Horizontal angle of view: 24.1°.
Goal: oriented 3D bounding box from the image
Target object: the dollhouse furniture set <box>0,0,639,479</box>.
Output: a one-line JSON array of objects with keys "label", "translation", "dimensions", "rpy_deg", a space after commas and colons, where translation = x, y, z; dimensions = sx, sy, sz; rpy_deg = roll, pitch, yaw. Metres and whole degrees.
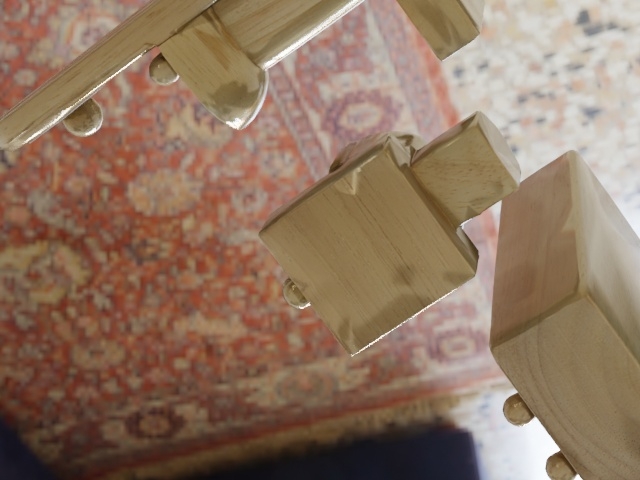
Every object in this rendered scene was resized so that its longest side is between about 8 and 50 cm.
[{"label": "dollhouse furniture set", "translation": [0.000, 0.000, 0.386], "dimensions": [0.123, 0.144, 0.151], "rpy_deg": [-34, 101, 17]}]
